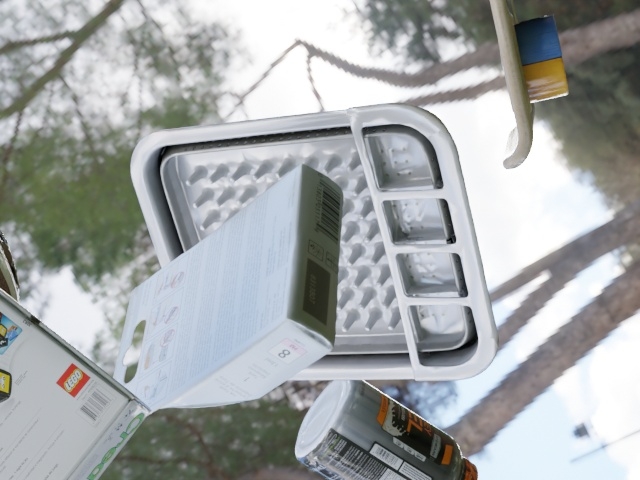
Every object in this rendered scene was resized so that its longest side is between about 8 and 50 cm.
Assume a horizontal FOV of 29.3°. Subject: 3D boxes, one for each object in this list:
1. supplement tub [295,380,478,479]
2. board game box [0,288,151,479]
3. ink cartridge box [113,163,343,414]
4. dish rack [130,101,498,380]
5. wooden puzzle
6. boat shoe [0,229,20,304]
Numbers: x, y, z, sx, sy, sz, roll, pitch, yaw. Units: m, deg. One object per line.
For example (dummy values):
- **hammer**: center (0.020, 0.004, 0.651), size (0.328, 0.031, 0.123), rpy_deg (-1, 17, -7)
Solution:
- **supplement tub**: center (0.077, 0.244, 1.382), size (0.190, 0.117, 0.117), rpy_deg (33, -147, -13)
- **board game box**: center (-0.283, 0.173, 0.815), size (0.193, 0.305, 0.053), rpy_deg (36, 170, 16)
- **ink cartridge box**: center (-0.081, 0.063, 1.030), size (0.066, 0.232, 0.189), rpy_deg (33, -144, -25)
- **dish rack**: center (0.000, 0.000, 1.176), size (0.072, 0.333, 0.285), rpy_deg (-55, -45, -54)
- **wooden puzzle**: center (0.232, -0.275, 1.413), size (0.322, 0.080, 0.348), rpy_deg (-50, -48, -75)
- **boat shoe**: center (-0.351, 0.061, 1.300), size (0.095, 0.095, 0.257), rpy_deg (48, -164, -53)
